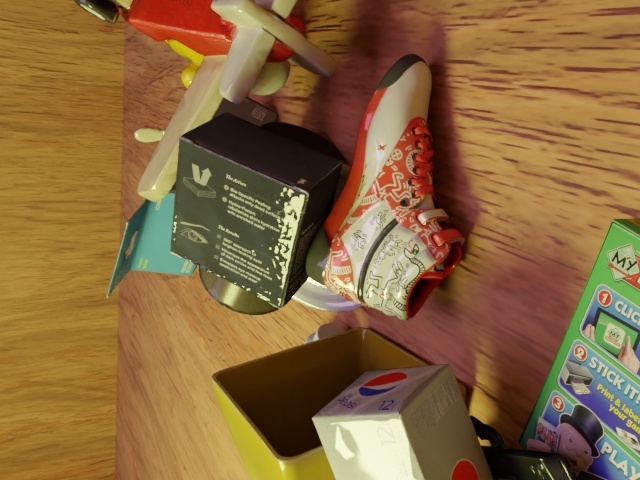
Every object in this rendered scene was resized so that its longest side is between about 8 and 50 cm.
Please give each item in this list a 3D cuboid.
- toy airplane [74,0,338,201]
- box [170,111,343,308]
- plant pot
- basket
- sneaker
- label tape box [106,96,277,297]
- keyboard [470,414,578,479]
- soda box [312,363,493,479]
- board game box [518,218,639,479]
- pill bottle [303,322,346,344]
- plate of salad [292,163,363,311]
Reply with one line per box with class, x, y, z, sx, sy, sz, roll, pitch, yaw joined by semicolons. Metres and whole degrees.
toy airplane;-0.115;-0.280;0.859;0.386;0.272;0.384;-22;65;24
box;-0.075;-0.035;0.707;0.156;0.093;0.158;25;127;15
plant pot;0.020;0.241;0.712;0.212;0.212;0.187;24;123;60
basket;-0.067;-0.039;0.904;0.204;0.154;0.227;-73;7;-56
sneaker;0.099;-0.051;0.667;0.145;0.090;0.270;26;96;29
label tape box;-0.210;-0.059;1.049;0.240;0.106;0.333;-54;10;51
keyboard;0.164;0.196;0.534;0.108;0.023;0.180;59;164;9
soda box;0.100;0.255;0.540;0.098;0.091;0.286;-17;97;41
board game box;0.270;0.150;0.374;0.317;0.046;0.213;48;132;52
pill bottle;-0.001;0.168;0.879;0.065;0.065;0.116;65;145;38
plate of salad;0.000;0.000;0.778;0.200;0.048;0.200;8;111;21
